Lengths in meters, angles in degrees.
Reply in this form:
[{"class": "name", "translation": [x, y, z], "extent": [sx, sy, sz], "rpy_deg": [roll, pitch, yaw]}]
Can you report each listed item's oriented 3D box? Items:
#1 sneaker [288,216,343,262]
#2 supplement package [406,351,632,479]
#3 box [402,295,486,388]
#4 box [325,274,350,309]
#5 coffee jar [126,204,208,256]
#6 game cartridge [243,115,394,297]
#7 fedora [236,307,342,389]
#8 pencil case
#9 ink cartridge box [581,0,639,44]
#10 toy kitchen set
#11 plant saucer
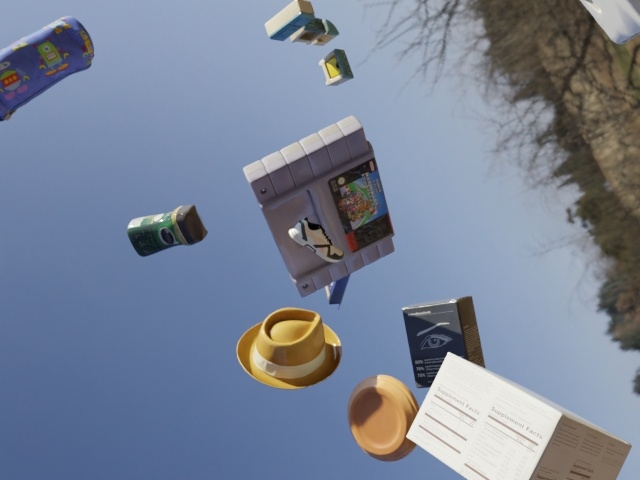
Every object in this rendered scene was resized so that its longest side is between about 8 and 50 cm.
[{"class": "sneaker", "translation": [0.000, 0.000, 1.273], "extent": [0.109, 0.044, 0.040], "rpy_deg": [30, -159, -24]}, {"class": "supplement package", "translation": [0.300, 0.300, 1.105], "extent": [0.261, 0.145, 0.204], "rpy_deg": [29, 177, -43]}, {"class": "box", "translation": [0.305, 0.249, 1.817], "extent": [0.108, 0.153, 0.207], "rpy_deg": [-5, -95, -57]}, {"class": "box", "translation": [0.034, 0.056, 1.765], "extent": [0.225, 0.036, 0.137], "rpy_deg": [103, 158, -50]}, {"class": "coffee jar", "translation": [-0.369, -0.025, 1.786], "extent": [0.079, 0.184, 0.096], "rpy_deg": [-65, -43, -56]}, {"class": "game cartridge", "translation": [0.015, -0.051, 1.393], "extent": [0.355, 0.230, 0.068], "rpy_deg": [69, 177, -49]}, {"class": "fedora", "translation": [-0.051, 0.175, 1.306], "extent": [0.194, 0.194, 0.079], "rpy_deg": [-82, 1, -55]}, {"class": "pencil case", "translation": [-0.635, -0.371, 1.609], "extent": [0.306, 0.119, 0.133], "rpy_deg": [-44, -77, -31]}, {"class": "ink cartridge box", "translation": [0.538, -0.478, 1.167], "extent": [0.197, 0.272, 0.114], "rpy_deg": [51, -179, -2]}, {"class": "toy kitchen set", "translation": [-0.006, -0.487, 1.848], "extent": [0.207, 0.122, 0.166], "rpy_deg": [-9, -102, -49]}, {"class": "plant saucer", "translation": [0.140, 0.413, 1.707], "extent": [0.037, 0.200, 0.200], "rpy_deg": [1, -118, -53]}]
